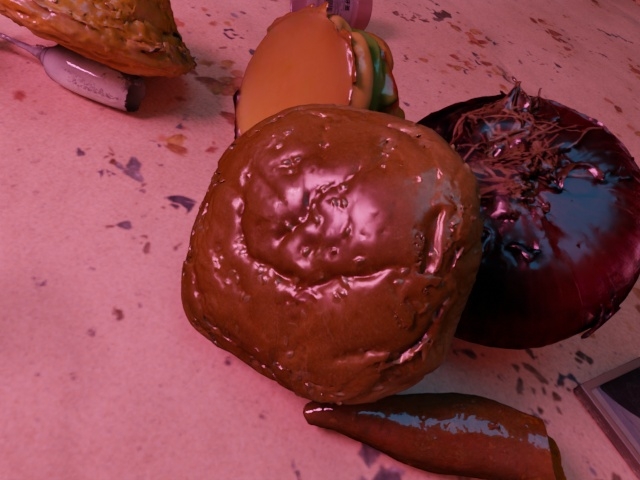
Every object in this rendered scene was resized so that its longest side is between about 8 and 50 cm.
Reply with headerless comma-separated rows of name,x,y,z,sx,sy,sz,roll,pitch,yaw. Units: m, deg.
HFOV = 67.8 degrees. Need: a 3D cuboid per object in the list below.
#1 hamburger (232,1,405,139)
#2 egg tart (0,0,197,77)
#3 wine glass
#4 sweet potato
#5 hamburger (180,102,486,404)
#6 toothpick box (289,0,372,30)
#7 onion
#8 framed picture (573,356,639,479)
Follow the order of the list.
hamburger,0.005,-0.175,0.628,0.148,0.237,0.237,2,46,-46
egg tart,-0.303,-0.323,0.639,0.293,0.123,0.294,23,19,-8
wine glass,-0.362,-0.248,0.655,0.262,0.074,0.074,24,46,0
sweet potato,0.106,0.173,0.445,0.243,0.077,0.077,12,45,6
hamburger,-0.002,0.002,0.441,0.284,0.266,0.134,18,6,22
toothpick box,0.022,-0.493,0.998,0.148,0.098,0.098,-5,52,-24
onion,0.209,-0.018,0.561,0.313,0.232,0.314,-7,59,12
framed picture,0.403,0.237,0.541,0.150,0.015,0.203,-9,53,-28
